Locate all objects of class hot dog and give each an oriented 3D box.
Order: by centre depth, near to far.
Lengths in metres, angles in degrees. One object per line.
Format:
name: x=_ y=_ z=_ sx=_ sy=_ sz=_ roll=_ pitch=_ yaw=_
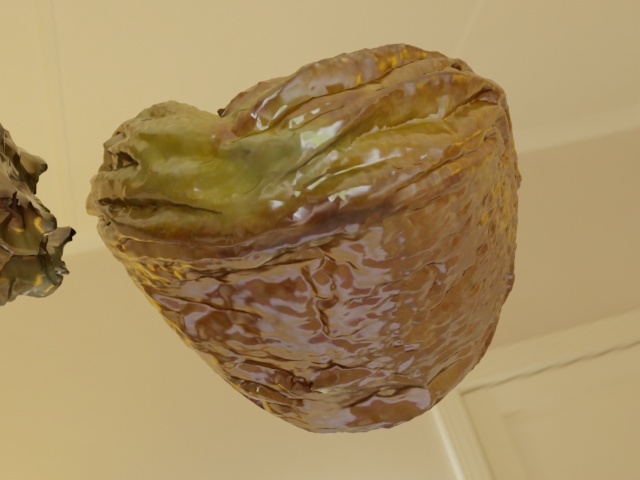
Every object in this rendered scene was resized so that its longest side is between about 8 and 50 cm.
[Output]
hot dog: x=0.000 y=0.000 z=0.479 sx=0.196 sy=0.122 sz=0.272 roll=-13 pitch=-29 yaw=9

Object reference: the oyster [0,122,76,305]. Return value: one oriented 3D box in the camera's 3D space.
oyster: x=-0.177 y=-0.040 z=0.322 sx=0.204 sy=0.396 sz=0.110 roll=0 pitch=-69 yaw=-29
